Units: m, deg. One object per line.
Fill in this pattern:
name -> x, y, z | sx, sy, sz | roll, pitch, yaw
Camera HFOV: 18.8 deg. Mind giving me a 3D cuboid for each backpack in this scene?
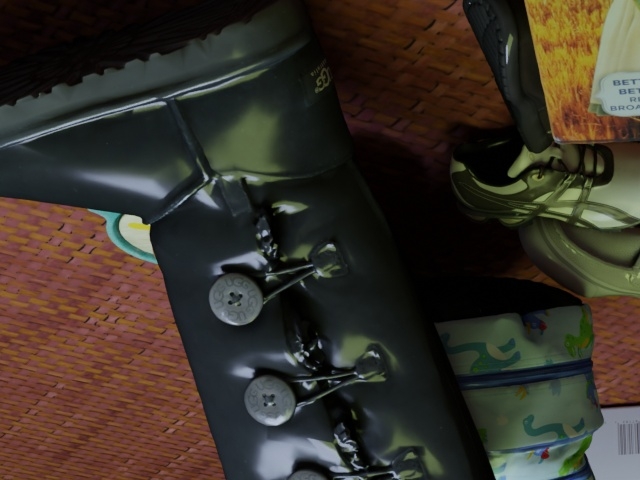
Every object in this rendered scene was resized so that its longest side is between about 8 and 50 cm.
backpack -> 0.099, 0.136, 1.686 | 0.290, 0.273, 0.355 | 1, 160, -28

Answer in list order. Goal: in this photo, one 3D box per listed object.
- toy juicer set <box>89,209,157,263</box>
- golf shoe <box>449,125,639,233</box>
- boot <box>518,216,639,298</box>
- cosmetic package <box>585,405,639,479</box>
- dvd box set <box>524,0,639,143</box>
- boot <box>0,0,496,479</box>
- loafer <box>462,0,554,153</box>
toy juicer set -> -0.083, -0.020, 1.642 | 0.209, 0.089, 0.329 | -9, 151, 24
golf shoe -> 0.199, -0.054, 1.559 | 0.198, 0.077, 0.094 | -7, 152, 17
boot -> 0.298, -0.004, 1.654 | 0.258, 0.095, 0.123 | 14, 145, -35
cosmetic package -> 0.248, 0.290, 2.230 | 0.377, 0.097, 0.284 | -6, 155, 17
dvd box set -> 0.251, -0.205, 1.044 | 0.308, 0.062, 0.420 | -2, 146, 13
boot -> -0.094, 0.061, 1.474 | 0.367, 0.146, 0.445 | -12, 112, 28
loafer -> 0.161, -0.138, 1.410 | 0.078, 0.080, 0.220 | -26, 159, 5
